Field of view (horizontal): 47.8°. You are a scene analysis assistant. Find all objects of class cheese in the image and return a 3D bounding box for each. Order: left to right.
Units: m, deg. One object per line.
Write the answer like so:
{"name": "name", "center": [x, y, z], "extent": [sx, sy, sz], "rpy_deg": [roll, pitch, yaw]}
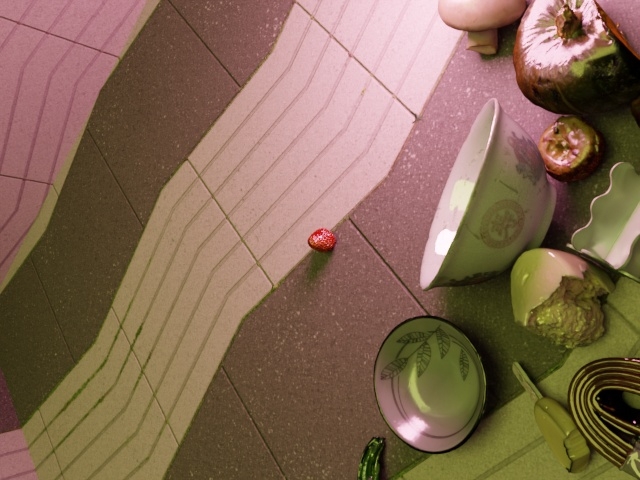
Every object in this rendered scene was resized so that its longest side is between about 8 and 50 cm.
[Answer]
{"name": "cheese", "center": [0.474, 0.358, 1.518], "extent": [0.050, 0.127, 0.255], "rpy_deg": [-22, 48, -8]}

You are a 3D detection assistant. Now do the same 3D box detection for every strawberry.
{"name": "strawberry", "center": [0.000, 0.000, 2.014], "extent": [0.073, 0.083, 0.073], "rpy_deg": [-1, 88, 35]}

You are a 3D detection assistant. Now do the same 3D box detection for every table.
{"name": "table", "center": [0.606, -0.039, 1.419], "extent": [0.166, 0.166, 0.198], "rpy_deg": [34, 98, 40]}

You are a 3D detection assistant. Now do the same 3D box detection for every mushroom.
{"name": "mushroom", "center": [0.381, -0.535, 1.697], "extent": [0.204, 0.204, 0.204], "rpy_deg": [-8, 78, 42]}

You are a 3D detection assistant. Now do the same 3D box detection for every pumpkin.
{"name": "pumpkin", "center": [0.507, -0.385, 1.490], "extent": [0.232, 0.242, 0.325], "rpy_deg": [-39, 45, 25]}

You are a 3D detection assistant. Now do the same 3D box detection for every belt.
{"name": "belt", "center": [0.636, 0.345, 1.347], "extent": [0.338, 0.122, 0.217], "rpy_deg": [28, 101, 42]}

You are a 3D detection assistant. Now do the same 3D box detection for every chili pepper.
{"name": "chili pepper", "center": [0.166, 0.628, 1.772], "extent": [0.122, 0.065, 0.279], "rpy_deg": [-52, 49, 28]}

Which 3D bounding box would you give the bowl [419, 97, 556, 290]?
{"name": "bowl", "center": [0.377, -0.066, 1.549], "extent": [0.195, 0.435, 0.435], "rpy_deg": [21, 100, 1]}

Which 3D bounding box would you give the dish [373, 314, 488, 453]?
{"name": "dish", "center": [0.275, 0.334, 1.694], "extent": [0.316, 0.106, 0.317], "rpy_deg": [-5, 83, 41]}

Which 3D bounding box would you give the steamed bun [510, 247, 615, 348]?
{"name": "steamed bun", "center": [0.488, 0.115, 1.446], "extent": [0.170, 0.225, 0.200], "rpy_deg": [-14, 73, 40]}

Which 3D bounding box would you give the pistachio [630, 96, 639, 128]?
{"name": "pistachio", "center": [0.698, -0.238, 1.387], "extent": [0.210, 0.130, 0.165], "rpy_deg": [21, 136, 46]}

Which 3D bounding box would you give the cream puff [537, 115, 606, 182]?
{"name": "cream puff", "center": [0.540, -0.195, 1.545], "extent": [0.149, 0.084, 0.149], "rpy_deg": [-14, 70, 43]}
